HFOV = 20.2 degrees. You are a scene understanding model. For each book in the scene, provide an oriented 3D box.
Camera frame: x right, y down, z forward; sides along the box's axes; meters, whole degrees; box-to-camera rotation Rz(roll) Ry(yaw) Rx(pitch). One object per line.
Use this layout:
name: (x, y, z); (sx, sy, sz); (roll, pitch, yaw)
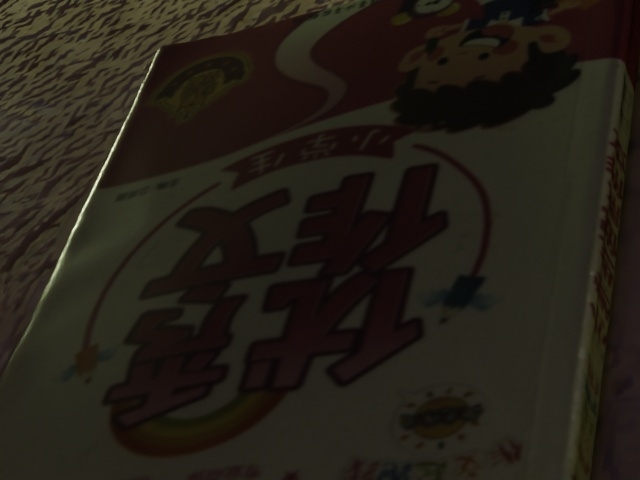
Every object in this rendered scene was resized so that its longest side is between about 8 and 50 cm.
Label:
book: (0.000, 0.000, 0.475); (0.162, 0.022, 0.232); (-11, 34, 23)
